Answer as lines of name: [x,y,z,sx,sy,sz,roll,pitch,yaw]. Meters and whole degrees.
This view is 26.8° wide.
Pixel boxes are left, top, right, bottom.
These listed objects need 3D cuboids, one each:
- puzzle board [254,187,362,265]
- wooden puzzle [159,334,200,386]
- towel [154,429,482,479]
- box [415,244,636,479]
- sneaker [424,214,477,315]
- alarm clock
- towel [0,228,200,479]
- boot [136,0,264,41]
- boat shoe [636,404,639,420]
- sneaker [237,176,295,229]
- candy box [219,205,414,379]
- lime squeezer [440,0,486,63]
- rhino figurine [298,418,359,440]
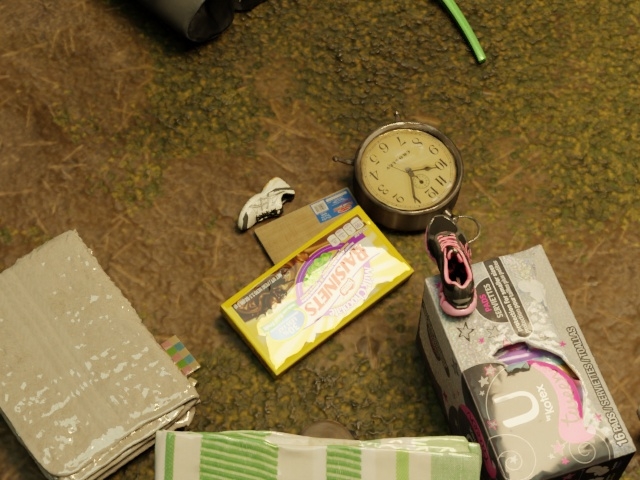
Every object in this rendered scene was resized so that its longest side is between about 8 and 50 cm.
puzzle board: [0.000,0.000,1.588,0.128,0.011,0.096,-25,63,-15]
wooden puzzle: [-0.169,0.138,1.509,0.049,0.006,0.083,-34,66,-18]
towel: [-0.007,0.310,1.326,0.325,0.038,0.247,3,88,1]
box: [0.206,0.158,1.416,0.142,0.163,0.247,-17,62,-9]
sneaker: [0.135,0.016,1.376,0.047,0.057,0.119,-12,55,-1]
alarm clock: [0.116,-0.061,1.594,0.129,0.064,0.192,-37,66,-20]
towel: [-0.278,0.131,1.484,0.187,0.049,0.282,-32,65,-16]
boot: [-0.313,-0.381,1.729,0.445,0.146,0.367,37,68,13]
boat shoe: [0.499,0.206,1.427,0.319,0.116,0.099,2,57,-6]
sneaker: [-0.063,-0.040,1.595,0.037,0.032,0.083,35,66,17]
candy box: [-0.003,0.057,1.536,0.206,0.027,0.105,-37,80,-17]
lime squeezer: [0.102,-0.344,1.756,0.310,0.059,0.110,28,64,13]
rhino figurine: [-0.022,0.294,1.389,0.106,0.073,0.243,31,72,9]
